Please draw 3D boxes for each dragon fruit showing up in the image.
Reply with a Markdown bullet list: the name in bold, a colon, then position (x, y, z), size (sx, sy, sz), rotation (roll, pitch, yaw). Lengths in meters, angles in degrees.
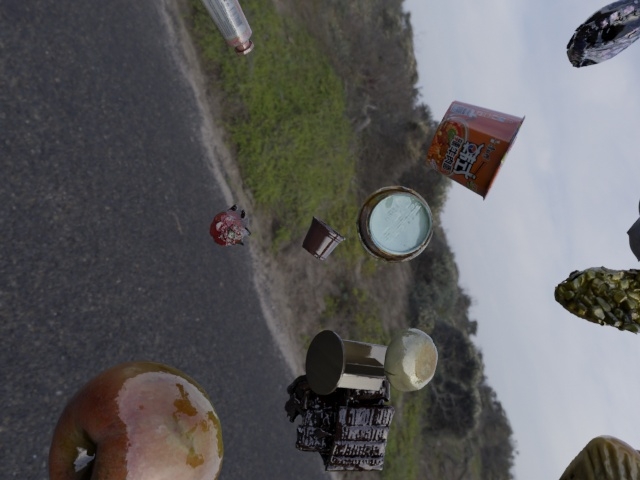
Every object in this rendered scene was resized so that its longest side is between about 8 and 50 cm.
- **dragon fruit**: position (-0.310, -0.044, 1.891), size (0.121, 0.130, 0.142), rotation (47, 25, 15)

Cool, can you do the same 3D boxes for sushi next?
- **sushi**: position (0.732, 0.145, 1.354), size (0.167, 0.296, 0.179), rotation (-63, 166, -6)

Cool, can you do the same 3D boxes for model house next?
- **model house**: position (0.047, 0.548, 1.679), size (0.297, 0.316, 0.283), rotation (100, -6, -54)

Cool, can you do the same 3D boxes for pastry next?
- **pastry**: position (0.222, 0.296, 1.372), size (0.156, 0.092, 0.157), rotation (-1, 91, -43)

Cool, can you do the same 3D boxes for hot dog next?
- **hot dog**: position (0.693, 0.605, 1.205), size (0.196, 0.367, 0.366), rotation (-41, 148, -38)

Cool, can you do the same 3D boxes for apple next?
- **apple**: position (-0.353, 0.418, 1.115), size (0.305, 0.338, 0.339), rotation (16, 57, -51)

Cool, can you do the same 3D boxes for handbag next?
- **handbag**: position (0.764, -0.554, 1.468), size (0.127, 0.228, 0.208), rotation (66, 14, 4)

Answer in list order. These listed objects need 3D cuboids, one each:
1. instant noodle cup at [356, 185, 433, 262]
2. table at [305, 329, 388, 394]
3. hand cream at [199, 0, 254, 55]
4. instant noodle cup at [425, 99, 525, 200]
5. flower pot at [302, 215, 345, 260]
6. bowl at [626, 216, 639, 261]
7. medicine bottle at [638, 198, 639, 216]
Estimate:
- **instant noodle cup**: position (0.202, -0.041, 1.462), size (0.172, 0.215, 0.216), rotation (-49, 124, -87)
- **table**: position (0.098, 0.340, 1.507), size (0.226, 0.167, 0.167), rotation (15, 53, -33)
- **hand cream**: position (-0.154, -0.355, 0.782), size (0.210, 0.067, 0.043), rotation (60, 7, -48)
- **instant noodle cup**: position (0.418, -0.261, 1.523), size (0.250, 0.192, 0.250), rotation (-57, 165, -24)
- **flower pot**: position (0.000, 0.000, 1.526), size (0.111, 0.089, 0.111), rotation (34, 4, -3)
- **bowl**: position (0.989, -0.032, 1.679), size (0.086, 0.189, 0.189), rotation (39, -2, 21)
- **medicine bottle**: position (0.743, -0.027, 1.111), size (0.250, 0.131, 0.131), rotation (32, 38, -35)
